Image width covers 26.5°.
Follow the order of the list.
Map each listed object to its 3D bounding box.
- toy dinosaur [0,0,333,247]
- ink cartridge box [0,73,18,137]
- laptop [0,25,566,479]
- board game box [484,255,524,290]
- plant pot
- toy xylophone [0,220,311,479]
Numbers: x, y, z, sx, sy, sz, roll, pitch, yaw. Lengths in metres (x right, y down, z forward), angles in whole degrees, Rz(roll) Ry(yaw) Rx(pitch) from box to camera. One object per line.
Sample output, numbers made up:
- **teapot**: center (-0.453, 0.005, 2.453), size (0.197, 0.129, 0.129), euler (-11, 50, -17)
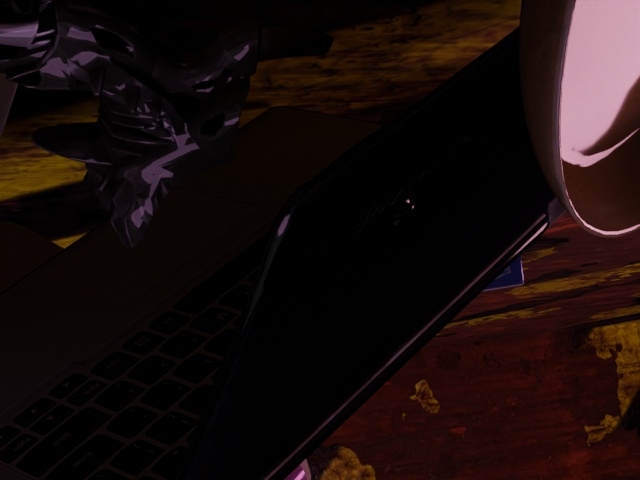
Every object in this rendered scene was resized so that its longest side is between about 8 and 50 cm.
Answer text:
- **toy dinosaur**: center (-0.116, -0.107, 0.432), size (0.218, 0.164, 0.322), euler (24, 171, -42)
- **ink cartridge box**: center (-0.240, -0.013, 0.630), size (0.127, 0.176, 0.128), euler (26, 154, -28)
- **laptop**: center (-0.019, -0.047, 0.665), size (0.408, 0.236, 0.382), euler (14, -141, 39)
- **board game box**: center (0.000, 0.000, 1.057), size (0.233, 0.078, 0.347), euler (-8, -176, -5)
- **plant pot**: center (0.132, -0.115, 0.467), size (0.032, 0.236, 0.236), euler (26, -171, 29)
- **toy xylophone**: center (-0.177, 0.096, 0.807), size (0.236, 0.081, 0.323), euler (-29, -136, -30)
